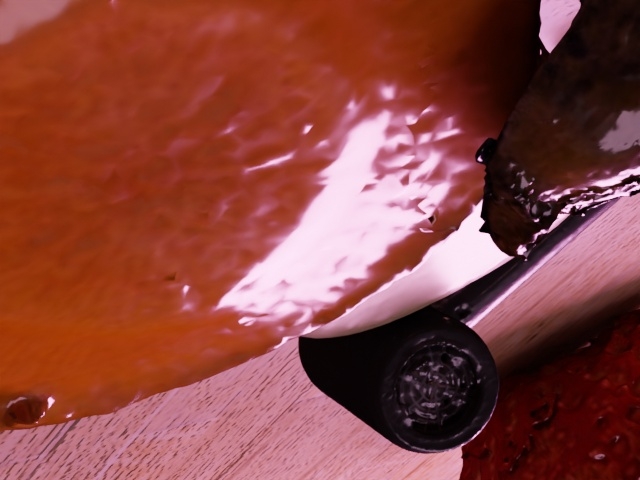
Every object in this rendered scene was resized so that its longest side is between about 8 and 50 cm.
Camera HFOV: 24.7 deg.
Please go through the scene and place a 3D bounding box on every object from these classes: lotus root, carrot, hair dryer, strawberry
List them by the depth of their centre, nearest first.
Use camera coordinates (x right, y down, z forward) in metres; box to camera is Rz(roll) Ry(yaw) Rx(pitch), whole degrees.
[{"bbox_3d":[-0.062,-0.050,0.424,0.258,0.100,0.307,-44,153,22],"label":"carrot"},{"bbox_3d":[0.175,-0.115,0.463,0.329,0.078,0.167,-49,161,-2],"label":"lotus root"},{"bbox_3d":[0.107,0.003,0.749,0.255,0.070,0.128,-41,-164,-6],"label":"hair dryer"},{"bbox_3d":[0.188,0.132,1.114,0.236,0.111,0.190,-53,-175,0],"label":"strawberry"}]

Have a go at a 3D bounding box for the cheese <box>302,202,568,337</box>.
[{"bbox_3d":[0.005,0.006,0.657,0.249,0.071,0.163,-40,155,24],"label":"cheese"}]
